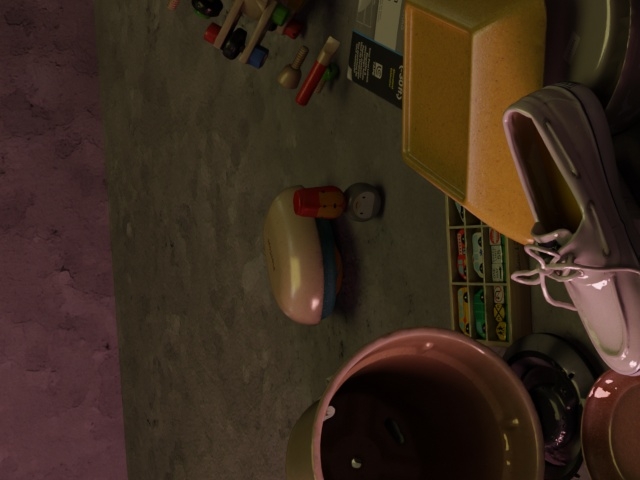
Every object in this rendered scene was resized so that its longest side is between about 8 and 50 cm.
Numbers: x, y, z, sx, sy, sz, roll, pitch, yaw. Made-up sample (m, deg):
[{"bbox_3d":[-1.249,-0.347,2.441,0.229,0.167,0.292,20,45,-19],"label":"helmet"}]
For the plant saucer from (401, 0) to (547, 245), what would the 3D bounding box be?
[{"bbox_3d":[0.188,-0.191,1.876,0.333,0.081,0.333,-135,41,-63],"label":"plant saucer"}]

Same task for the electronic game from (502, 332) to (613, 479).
[{"bbox_3d":[0.315,0.239,1.915,0.229,0.048,0.229,19,113,54],"label":"electronic game"}]

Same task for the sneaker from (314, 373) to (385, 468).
[{"bbox_3d":[0.074,0.362,2.318,0.366,0.137,0.210,-149,57,-64],"label":"sneaker"}]

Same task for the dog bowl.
[{"bbox_3d":[0.326,-0.284,1.793,0.349,0.102,0.349,177,90,-65],"label":"dog bowl"}]

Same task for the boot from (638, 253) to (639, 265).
[{"bbox_3d":[0.440,-0.166,1.545,0.367,0.146,0.445,-132,42,-55],"label":"boot"}]

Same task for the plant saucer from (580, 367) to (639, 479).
[{"bbox_3d":[0.402,0.251,1.743,0.198,0.036,0.199,1,91,60],"label":"plant saucer"}]

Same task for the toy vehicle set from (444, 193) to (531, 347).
[{"bbox_3d":[0.245,0.021,2.058,0.166,0.035,0.267,-4,88,64],"label":"toy vehicle set"}]

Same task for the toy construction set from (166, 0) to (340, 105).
[{"bbox_3d":[-0.060,-0.425,2.485,0.309,0.257,0.237,47,124,25],"label":"toy construction set"}]

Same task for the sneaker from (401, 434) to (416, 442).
[{"bbox_3d":[0.161,0.307,2.194,0.064,0.086,0.192,-123,39,-47],"label":"sneaker"}]

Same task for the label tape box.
[{"bbox_3d":[0.168,-0.319,2.111,0.333,0.106,0.241,-140,53,-57],"label":"label tape box"}]

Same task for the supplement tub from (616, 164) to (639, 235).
[{"bbox_3d":[0.361,-0.048,1.774,0.071,0.071,0.107,-62,39,46],"label":"supplement tub"}]

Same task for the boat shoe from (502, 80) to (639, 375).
[{"bbox_3d":[0.296,0.001,1.663,0.136,0.156,0.367,-7,100,55],"label":"boat shoe"}]

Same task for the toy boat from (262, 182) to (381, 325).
[{"bbox_3d":[0.000,0.000,2.469,0.318,0.148,0.267,116,148,-57],"label":"toy boat"}]

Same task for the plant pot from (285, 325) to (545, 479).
[{"bbox_3d":[0.099,0.308,1.973,0.305,0.333,0.334,147,117,-68],"label":"plant pot"}]
